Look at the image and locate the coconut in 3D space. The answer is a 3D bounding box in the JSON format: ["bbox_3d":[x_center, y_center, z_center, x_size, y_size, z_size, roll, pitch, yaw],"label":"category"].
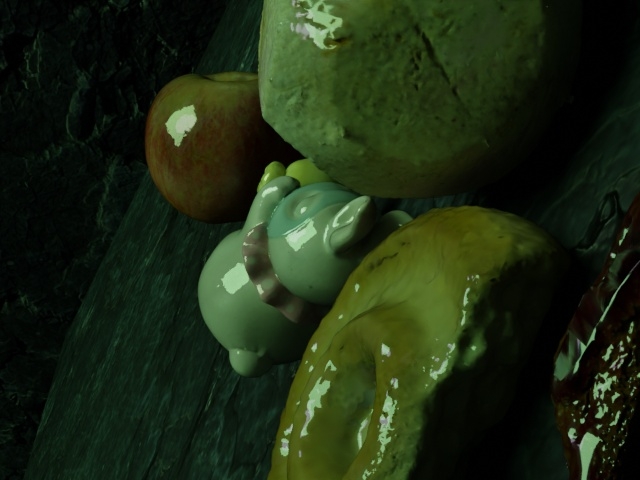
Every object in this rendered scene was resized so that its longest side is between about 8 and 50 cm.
[{"bbox_3d":[0.059,-0.146,0.665,0.237,0.197,0.237,-178,90,-86],"label":"coconut"}]

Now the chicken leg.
[{"bbox_3d":[0.136,0.044,0.438,0.219,0.048,0.089,-66,13,5],"label":"chicken leg"}]

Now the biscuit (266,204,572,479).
[{"bbox_3d":[0.035,0.107,0.608,0.274,0.091,0.213,-71,18,-5],"label":"biscuit"}]

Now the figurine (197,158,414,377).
[{"bbox_3d":[0.000,0.000,0.829,0.235,0.127,0.155,-43,19,45],"label":"figurine"}]

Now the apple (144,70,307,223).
[{"bbox_3d":[-0.100,-0.103,1.137,0.209,0.209,0.164,-129,41,-72],"label":"apple"}]
